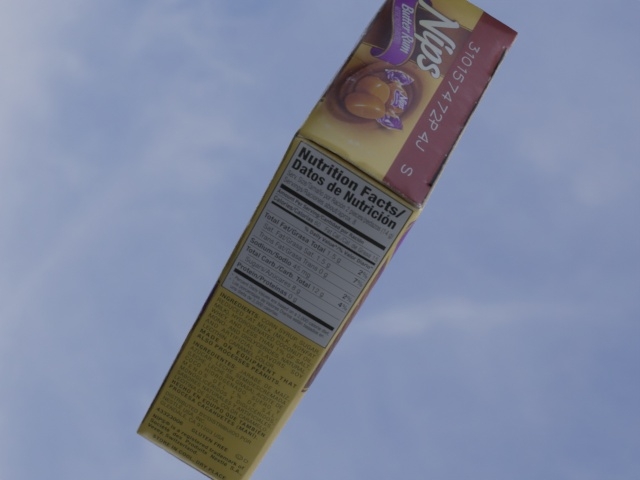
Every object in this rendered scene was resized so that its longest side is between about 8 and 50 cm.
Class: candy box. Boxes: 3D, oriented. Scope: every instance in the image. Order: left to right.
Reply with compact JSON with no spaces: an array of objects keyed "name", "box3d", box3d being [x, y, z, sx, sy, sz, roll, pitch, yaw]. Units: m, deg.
[{"name":"candy box","box3d":[0.000,0.000,0.724,0.109,0.053,0.186,-58,180,-45]}]
